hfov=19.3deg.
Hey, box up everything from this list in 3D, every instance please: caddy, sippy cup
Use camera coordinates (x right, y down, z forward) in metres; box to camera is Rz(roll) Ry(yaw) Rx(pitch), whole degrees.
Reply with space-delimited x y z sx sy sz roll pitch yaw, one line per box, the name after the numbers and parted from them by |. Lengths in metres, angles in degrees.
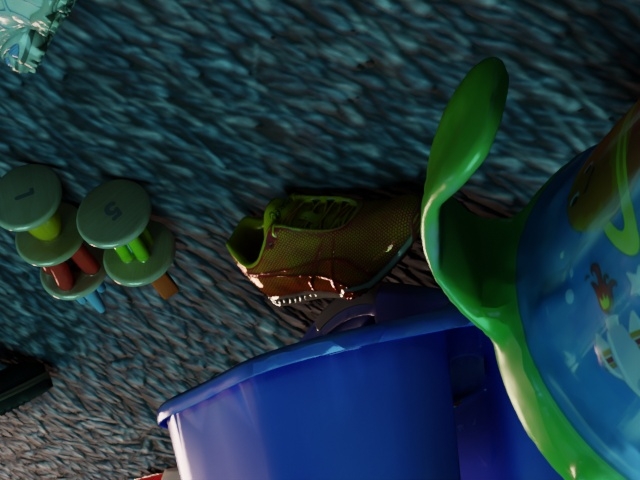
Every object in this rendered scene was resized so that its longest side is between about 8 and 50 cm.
0.037 0.118 1.218 0.241 0.179 0.341 -4 167 -29 | caddy
0.218 -0.003 0.836 0.305 0.240 0.224 -17 154 -25 | sippy cup

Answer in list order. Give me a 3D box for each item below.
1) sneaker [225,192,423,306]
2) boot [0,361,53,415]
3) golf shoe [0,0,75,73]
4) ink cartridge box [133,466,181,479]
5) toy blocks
0.000 0.000 1.173 0.067 0.064 0.175 45 144 -21 | sneaker
-0.346 0.105 1.641 0.198 0.137 0.077 -18 174 -5 | boot
-0.166 -0.148 0.996 0.086 0.069 0.176 32 152 -10 | golf shoe
-0.015 0.331 1.770 0.309 0.130 0.272 33 154 -25 | ink cartridge box
-0.151 0.012 1.318 0.123 0.054 0.148 11 153 21 | toy blocks
